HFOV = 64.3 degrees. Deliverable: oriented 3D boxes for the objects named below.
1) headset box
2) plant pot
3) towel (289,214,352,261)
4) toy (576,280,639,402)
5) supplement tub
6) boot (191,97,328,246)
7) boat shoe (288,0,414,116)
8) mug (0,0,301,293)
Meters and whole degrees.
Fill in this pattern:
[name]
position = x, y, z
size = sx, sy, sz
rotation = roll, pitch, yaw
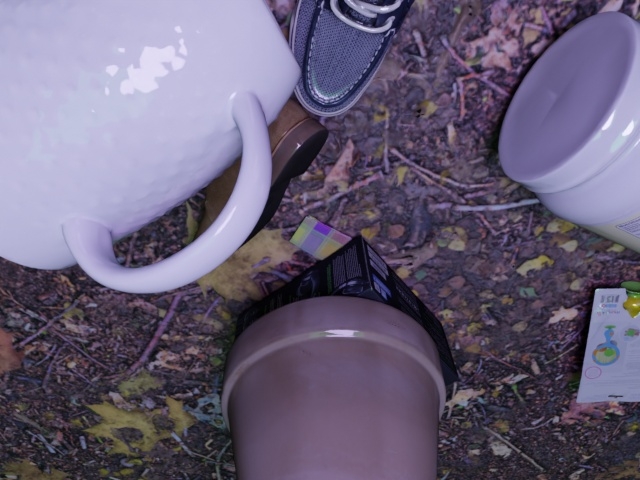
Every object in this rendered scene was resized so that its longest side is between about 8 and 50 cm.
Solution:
[headset box]
position = 0.029, 0.175, 0.824
size = 0.283, 0.131, 0.246
rotation = -33, 119, 19
[plant pot]
position = 0.022, 0.280, 0.649
size = 0.323, 0.280, 0.323
rotation = -1, 124, -2
[towel]
position = 0.000, 0.000, 0.789
size = 0.083, 0.009, 0.060
rotation = 27, 119, -16
[toy]
position = 0.523, 0.175, 0.887
size = 0.137, 0.056, 0.237
rotation = -2, 117, 4
[supplement tub]
position = 0.407, -0.100, 0.603
size = 0.325, 0.235, 0.235
rotation = 21, 119, -14
[boot]
position = -0.117, -0.075, 0.707
size = 0.115, 0.112, 0.305
rotation = 45, 120, 8
[boat shoe]
position = 0.048, -0.274, 0.529
size = 0.127, 0.158, 0.340
rotation = 14, 121, -10
[mug]
position = -0.181, -0.125, 0.506
size = 0.328, 0.374, 0.276
rotation = -29, 156, 8
